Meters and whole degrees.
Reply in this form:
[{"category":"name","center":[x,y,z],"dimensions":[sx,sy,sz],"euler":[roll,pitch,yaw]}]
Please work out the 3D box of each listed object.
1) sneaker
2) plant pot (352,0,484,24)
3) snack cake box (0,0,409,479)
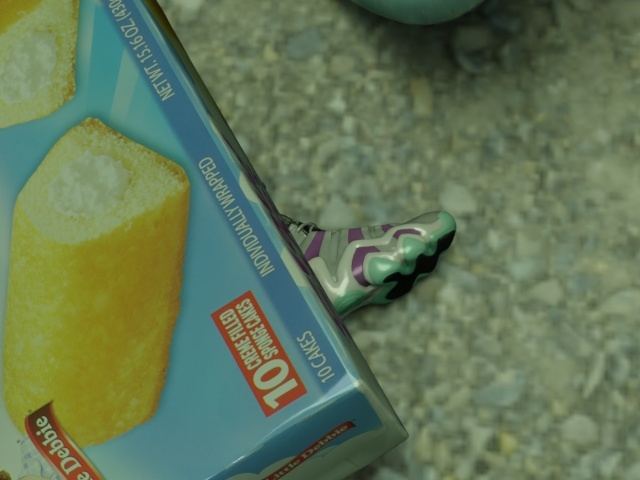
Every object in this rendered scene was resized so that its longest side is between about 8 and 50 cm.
[{"category":"sneaker","center":[0.000,0.000,0.732],"dimensions":[0.098,0.038,0.069],"euler":[-33,69,-13]},{"category":"plant pot","center":[0.121,-0.305,0.731],"dimensions":[0.334,0.341,0.341],"euler":[-26,67,-19]},{"category":"snack cake box","center":[-0.099,-0.003,0.692],"dimensions":[0.152,0.089,0.264],"euler":[-32,67,2]}]
